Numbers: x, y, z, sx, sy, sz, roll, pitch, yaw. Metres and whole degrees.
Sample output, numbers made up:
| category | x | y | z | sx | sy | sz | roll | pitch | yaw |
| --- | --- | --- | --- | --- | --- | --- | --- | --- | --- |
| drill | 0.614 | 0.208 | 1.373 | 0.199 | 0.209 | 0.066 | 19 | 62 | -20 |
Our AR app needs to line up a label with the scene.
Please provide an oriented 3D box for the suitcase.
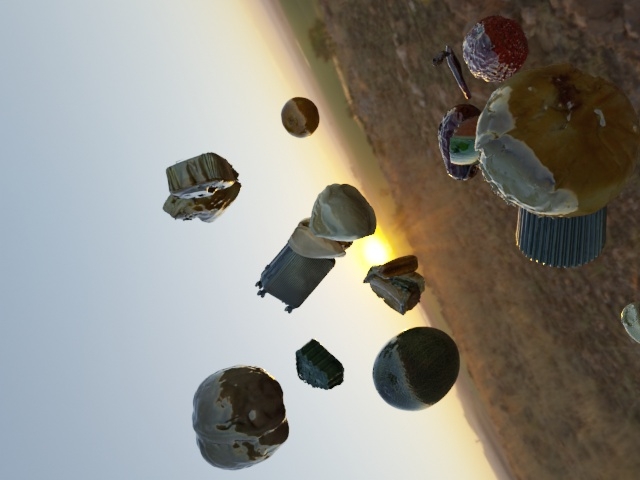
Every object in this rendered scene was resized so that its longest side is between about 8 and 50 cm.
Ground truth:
| category | x | y | z | sx | sy | sz | roll | pitch | yaw |
| --- | --- | --- | --- | --- | --- | --- | --- | --- | --- |
| suitcase | -0.097 | 0.127 | 2.044 | 0.202 | 0.312 | 0.128 | 36 | -168 | -26 |

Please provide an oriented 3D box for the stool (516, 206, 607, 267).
| category | x | y | z | sx | sy | sz | roll | pitch | yaw |
| --- | --- | --- | --- | --- | --- | --- | --- | --- | --- |
| stool | 0.822 | -0.124 | 1.750 | 0.297 | 0.297 | 0.330 | -110 | 1 | -51 |

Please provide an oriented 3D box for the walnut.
| category | x | y | z | sx | sy | sz | roll | pitch | yaw |
| --- | --- | --- | --- | --- | --- | --- | --- | --- | --- |
| walnut | -0.200 | 0.432 | 1.262 | 0.248 | 0.248 | 0.248 | 61 | -174 | -11 |

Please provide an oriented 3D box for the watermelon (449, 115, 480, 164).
| category | x | y | z | sx | sy | sz | roll | pitch | yaw |
| --- | --- | --- | --- | --- | --- | --- | --- | --- | --- |
| watermelon | 0.499 | -0.287 | 1.577 | 0.128 | 0.231 | 0.146 | -97 | 0 | -48 |

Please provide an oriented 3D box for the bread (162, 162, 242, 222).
| category | x | y | z | sx | sy | sz | roll | pitch | yaw |
| --- | --- | --- | --- | --- | --- | --- | --- | --- | --- |
| bread | -0.458 | -0.196 | 2.099 | 0.167 | 0.277 | 0.324 | 39 | -167 | 8 |

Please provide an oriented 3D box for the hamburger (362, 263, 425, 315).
| category | x | y | z | sx | sy | sz | roll | pitch | yaw |
| --- | --- | --- | --- | --- | --- | --- | --- | --- | --- |
| hamburger | 0.252 | 0.133 | 1.762 | 0.208 | 0.135 | 0.155 | 35 | 147 | 36 |

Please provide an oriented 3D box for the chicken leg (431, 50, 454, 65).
| category | x | y | z | sx | sy | sz | roll | pitch | yaw |
| --- | --- | --- | --- | --- | --- | --- | --- | --- | --- |
| chicken leg | 0.421 | -0.635 | 1.777 | 0.036 | 0.083 | 0.021 | 57 | -173 | -9 |

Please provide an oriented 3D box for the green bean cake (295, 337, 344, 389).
| category | x | y | z | sx | sy | sz | roll | pitch | yaw |
| --- | --- | --- | --- | --- | --- | --- | --- | --- | --- |
| green bean cake | -0.003 | 0.515 | 2.012 | 0.208 | 0.107 | 0.193 | 32 | 135 | 37 |

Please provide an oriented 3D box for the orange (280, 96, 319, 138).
| category | x | y | z | sx | sy | sz | roll | pitch | yaw |
| --- | --- | --- | --- | --- | --- | --- | --- | --- | --- |
| orange | -0.074 | -0.471 | 1.965 | 0.136 | 0.159 | 0.159 | -36 | -78 | -41 |

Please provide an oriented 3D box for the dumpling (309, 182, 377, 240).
| category | x | y | z | sx | sy | sz | roll | pitch | yaw |
| --- | --- | --- | --- | --- | --- | --- | --- | --- | --- |
| dumpling | 0.081 | -0.087 | 1.601 | 0.131 | 0.252 | 0.179 | -9 | 79 | 61 |

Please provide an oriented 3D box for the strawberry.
| category | x | y | z | sx | sy | sz | roll | pitch | yaw |
| --- | --- | --- | --- | --- | --- | --- | --- | --- | --- |
| strawberry | 0.755 | -0.847 | 2.280 | 0.292 | 0.310 | 0.291 | 37 | 138 | 43 |

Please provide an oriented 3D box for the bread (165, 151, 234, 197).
| category | x | y | z | sx | sy | sz | roll | pitch | yaw |
| --- | --- | --- | --- | --- | --- | --- | --- | --- | --- |
| bread | -0.400 | -0.207 | 1.720 | 0.210 | 0.192 | 0.109 | 28 | -135 | -87 |

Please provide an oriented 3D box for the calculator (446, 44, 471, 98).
| category | x | y | z | sx | sy | sz | roll | pitch | yaw |
| --- | --- | --- | --- | --- | --- | --- | --- | --- | --- |
| calculator | 0.511 | -0.624 | 1.917 | 0.126 | 0.034 | 0.190 | 25 | -132 | -57 |

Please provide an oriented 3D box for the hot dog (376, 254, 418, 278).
| category | x | y | z | sx | sy | sz | roll | pitch | yaw |
| --- | --- | --- | --- | --- | --- | --- | --- | --- | --- |
| hot dog | 0.235 | 0.082 | 1.567 | 0.038 | 0.144 | 0.062 | 23 | 124 | 62 |

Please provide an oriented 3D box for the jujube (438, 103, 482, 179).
| category | x | y | z | sx | sy | sz | roll | pitch | yaw |
| --- | --- | --- | --- | --- | --- | --- | --- | --- | --- |
| jujube | 0.559 | -0.387 | 2.024 | 0.197 | 0.197 | 0.290 | -105 | 8 | -65 |

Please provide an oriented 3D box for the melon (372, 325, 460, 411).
| category | x | y | z | sx | sy | sz | roll | pitch | yaw |
| --- | --- | --- | --- | --- | --- | --- | --- | --- | --- |
| melon | 0.303 | 0.392 | 1.600 | 0.237 | 0.302 | 0.237 | 29 | 132 | 38 |

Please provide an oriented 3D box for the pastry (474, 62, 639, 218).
| category | x | y | z | sx | sy | sz | roll | pitch | yaw |
| --- | --- | --- | --- | --- | --- | --- | --- | --- | --- |
| pastry | 0.595 | -0.245 | 1.316 | 0.245 | 0.409 | 0.409 | 79 | 165 | -74 |

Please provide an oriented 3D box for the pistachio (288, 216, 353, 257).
| category | x | y | z | sx | sy | sz | roll | pitch | yaw |
| --- | --- | --- | --- | --- | --- | --- | --- | --- | --- |
| pistachio | 0.000 | 0.000 | 1.817 | 0.157 | 0.229 | 0.157 | 12 | -90 | -67 |

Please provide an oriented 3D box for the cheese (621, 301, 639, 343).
| category | x | y | z | sx | sy | sz | roll | pitch | yaw |
| --- | --- | --- | --- | --- | --- | --- | --- | --- | --- |
| cheese | 1.001 | 0.264 | 1.518 | 0.227 | 0.064 | 0.137 | 22 | -127 | -10 |
